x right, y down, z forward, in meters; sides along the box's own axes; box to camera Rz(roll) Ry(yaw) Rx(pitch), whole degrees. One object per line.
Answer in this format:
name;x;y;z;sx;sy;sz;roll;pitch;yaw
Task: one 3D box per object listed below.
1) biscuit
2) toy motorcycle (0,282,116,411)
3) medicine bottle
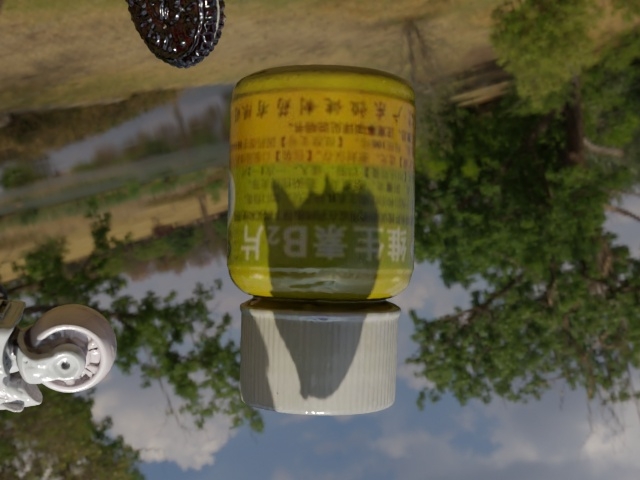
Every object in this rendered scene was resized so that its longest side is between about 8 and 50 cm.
biscuit;-0.199;-0.329;1.160;0.053;0.194;0.194;-27;-169;-41
toy motorcycle;-0.298;0.089;0.701;0.254;0.112;0.112;8;180;-10
medicine bottle;0.000;0.000;1.025;0.224;0.384;0.224;1;180;0
